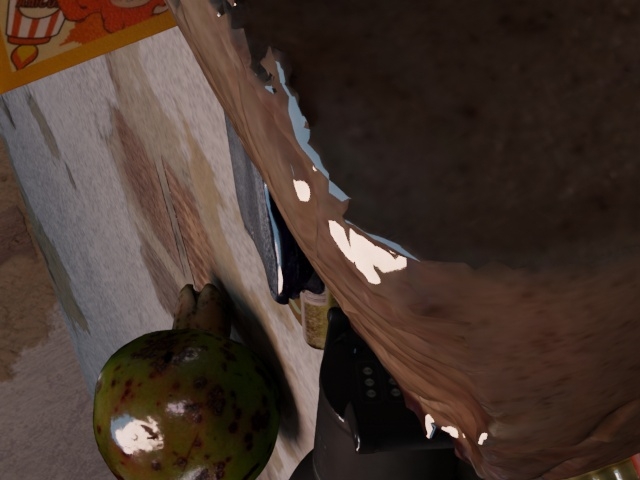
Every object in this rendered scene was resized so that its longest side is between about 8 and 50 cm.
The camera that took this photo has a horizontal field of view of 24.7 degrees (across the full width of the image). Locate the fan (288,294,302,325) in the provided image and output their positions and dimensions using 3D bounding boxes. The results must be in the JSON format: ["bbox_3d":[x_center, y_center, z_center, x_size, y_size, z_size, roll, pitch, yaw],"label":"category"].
[{"bbox_3d":[-0.031,-0.017,1.183,0.152,0.008,0.226,27,138,66],"label":"fan"}]

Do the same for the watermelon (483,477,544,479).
[{"bbox_3d":[0.134,0.278,0.769,0.180,0.224,0.305,-50,56,44],"label":"watermelon"}]

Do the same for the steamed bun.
[{"bbox_3d":[0.055,-0.089,0.482,0.301,0.199,0.251,60,178,26],"label":"steamed bun"}]

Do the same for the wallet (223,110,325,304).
[{"bbox_3d":[-0.040,-0.060,1.011,0.222,0.036,0.167,-126,26,-73],"label":"wallet"}]

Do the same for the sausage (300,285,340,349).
[{"bbox_3d":[-0.001,0.000,1.052,0.033,0.033,0.269,55,159,35],"label":"sausage"}]

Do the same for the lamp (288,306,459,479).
[{"bbox_3d":[0.042,0.132,0.969,0.227,0.147,0.172,96,171,-45],"label":"lamp"}]

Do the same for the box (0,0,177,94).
[{"bbox_3d":[-0.185,-0.298,0.915,0.259,0.214,0.283,53,161,32],"label":"box"}]

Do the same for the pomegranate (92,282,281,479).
[{"bbox_3d":[-0.130,0.154,1.472,0.202,0.202,0.248,90,180,-55],"label":"pomegranate"}]

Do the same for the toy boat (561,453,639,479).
[{"bbox_3d":[0.109,0.030,0.666,0.392,0.079,0.136,66,167,-4],"label":"toy boat"}]
